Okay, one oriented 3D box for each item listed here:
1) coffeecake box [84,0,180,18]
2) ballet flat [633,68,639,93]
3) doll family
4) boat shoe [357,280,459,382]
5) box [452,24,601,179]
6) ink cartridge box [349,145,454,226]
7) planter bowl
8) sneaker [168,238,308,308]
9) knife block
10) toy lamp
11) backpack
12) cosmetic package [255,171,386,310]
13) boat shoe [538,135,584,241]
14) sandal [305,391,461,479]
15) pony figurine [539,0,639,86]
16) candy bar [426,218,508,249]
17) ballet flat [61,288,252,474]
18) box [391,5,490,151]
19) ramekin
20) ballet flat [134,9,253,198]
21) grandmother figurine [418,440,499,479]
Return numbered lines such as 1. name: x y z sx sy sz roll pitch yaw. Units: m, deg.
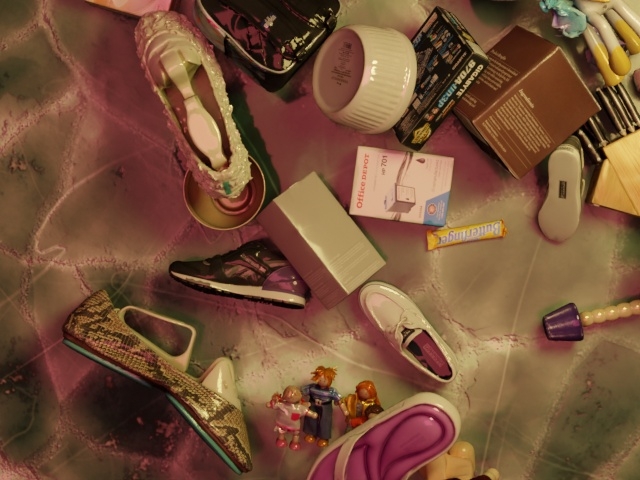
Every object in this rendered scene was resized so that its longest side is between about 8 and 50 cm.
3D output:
1. coffeecake box: -0.371 -0.523 1.933 0.185 0.068 0.142 17 94 4
2. ballet flat: 0.702 -0.347 1.834 0.221 0.077 0.079 -24 71 7
3. doll family: 0.028 0.338 1.923 0.262 0.118 0.163 11 112 9
4. boat shoe: 0.178 0.179 1.904 0.258 0.084 0.095 40 96 2
5. box: 0.368 -0.258 1.792 0.203 0.168 0.167 -41 119 6
6. ink cartridge box: 0.159 -0.106 1.893 0.190 0.082 0.140 7 94 4
7. planter bowl: -0.182 -0.098 1.913 0.162 0.109 0.162 0 88 5
8. sneaker: -0.159 0.054 1.939 0.283 0.107 0.124 10 79 2
9. knife block: 0.609 -0.167 1.839 0.275 0.088 0.242 17 95 5
10. toy lamp: 0.571 0.142 1.866 0.274 0.080 0.080 -12 92 7
11. backpack: -0.114 -0.435 1.839 0.253 0.191 0.225 41 75 -4
12. cosmetic package: 0.000 0.000 1.881 0.127 0.107 0.238 -35 84 -35
13. boat shoe: 0.470 -0.097 1.840 0.077 0.070 0.219 16 133 21
14. sandal: 0.093 0.435 1.818 0.169 0.102 0.416 39 117 0
15. pony figurine: 0.473 -0.461 1.741 0.302 0.351 0.363 -38 108 10
16. candy bar: 0.291 -0.013 1.916 0.161 0.018 0.040 -9 92 7
17. ballet flat: -0.291 0.261 1.935 0.482 0.164 0.182 36 76 5
18. box: 0.201 -0.304 1.807 0.051 0.175 0.220 19 121 -34
19. ramekin: 0.074 -0.310 1.820 0.109 0.207 0.207 7 95 -36
20. ballet flat: -0.239 -0.273 1.809 0.147 0.147 0.409 -27 82 7
21. grandmother figurine: 0.230 0.472 1.784 0.207 0.342 0.104 -37 89 6
